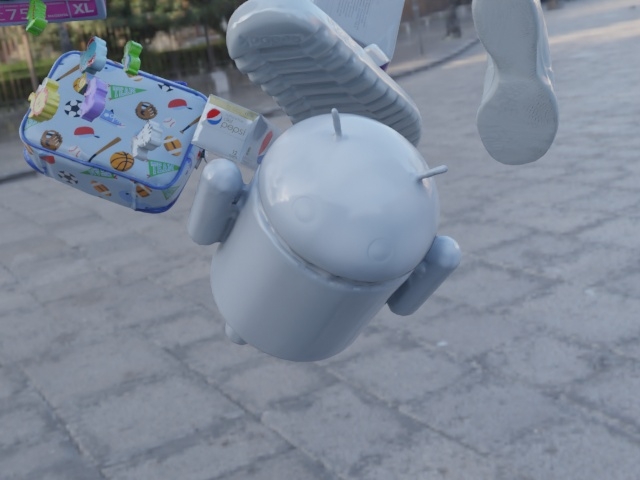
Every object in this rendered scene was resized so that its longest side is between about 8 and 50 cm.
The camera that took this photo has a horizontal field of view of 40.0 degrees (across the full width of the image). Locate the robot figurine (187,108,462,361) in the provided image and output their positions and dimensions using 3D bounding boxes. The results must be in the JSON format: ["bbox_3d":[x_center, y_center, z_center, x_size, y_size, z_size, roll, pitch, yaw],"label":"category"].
[{"bbox_3d":[0.000,0.000,0.971,0.300,0.353,0.199,17,50,-16],"label":"robot figurine"}]

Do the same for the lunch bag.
[{"bbox_3d":[-0.341,-0.191,1.516,0.303,0.243,0.115,20,-29,-1],"label":"lunch bag"}]

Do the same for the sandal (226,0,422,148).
[{"bbox_3d":[0.025,-0.205,1.125,0.169,0.102,0.416,-10,-23,18],"label":"sandal"}]

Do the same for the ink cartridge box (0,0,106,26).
[{"bbox_3d":[-0.396,-0.401,1.165,0.186,0.065,0.311,-7,-24,-9],"label":"ink cartridge box"}]

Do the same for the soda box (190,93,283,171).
[{"bbox_3d":[-0.100,-0.134,1.183,0.074,0.069,0.216,23,2,9],"label":"soda box"}]

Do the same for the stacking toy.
[{"bbox_3d":[-0.300,-0.218,1.163,0.167,0.221,0.052,20,-46,-40],"label":"stacking toy"}]

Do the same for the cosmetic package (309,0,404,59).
[{"bbox_3d":[0.020,-0.385,1.421,0.184,0.151,0.151,20,-11,-39],"label":"cosmetic package"}]

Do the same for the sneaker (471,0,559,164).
[{"bbox_3d":[0.193,-0.172,0.846,0.080,0.212,0.094,4,45,19],"label":"sneaker"}]
